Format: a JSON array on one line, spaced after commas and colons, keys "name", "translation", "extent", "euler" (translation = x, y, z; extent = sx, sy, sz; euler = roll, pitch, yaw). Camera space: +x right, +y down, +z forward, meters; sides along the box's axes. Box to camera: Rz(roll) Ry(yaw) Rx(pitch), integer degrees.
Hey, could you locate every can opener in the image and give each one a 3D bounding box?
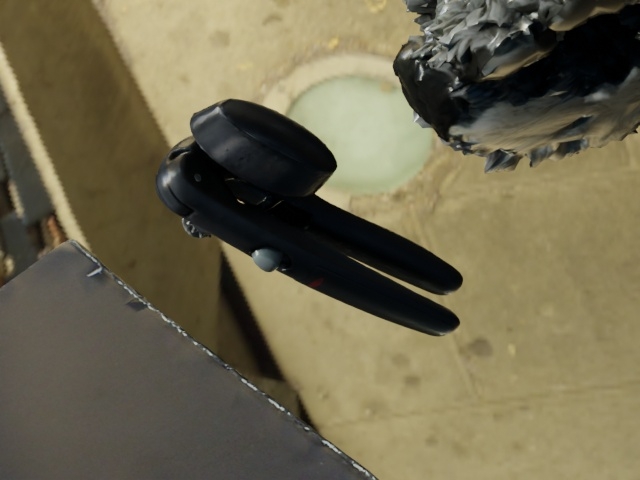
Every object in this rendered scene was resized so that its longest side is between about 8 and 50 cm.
[{"name": "can opener", "translation": [0.000, 0.000, 0.682], "extent": [0.186, 0.059, 0.073], "euler": [34, 150, -28]}]

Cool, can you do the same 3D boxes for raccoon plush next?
[{"name": "raccoon plush", "translation": [0.139, -0.203, 0.839], "extent": [0.216, 0.299, 0.446], "euler": [-32, 154, 21]}]

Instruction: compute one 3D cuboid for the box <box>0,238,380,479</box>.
[{"name": "box", "translation": [-0.038, 0.230, 0.590], "extent": [0.312, 0.179, 0.343], "euler": [34, 151, 35]}]
